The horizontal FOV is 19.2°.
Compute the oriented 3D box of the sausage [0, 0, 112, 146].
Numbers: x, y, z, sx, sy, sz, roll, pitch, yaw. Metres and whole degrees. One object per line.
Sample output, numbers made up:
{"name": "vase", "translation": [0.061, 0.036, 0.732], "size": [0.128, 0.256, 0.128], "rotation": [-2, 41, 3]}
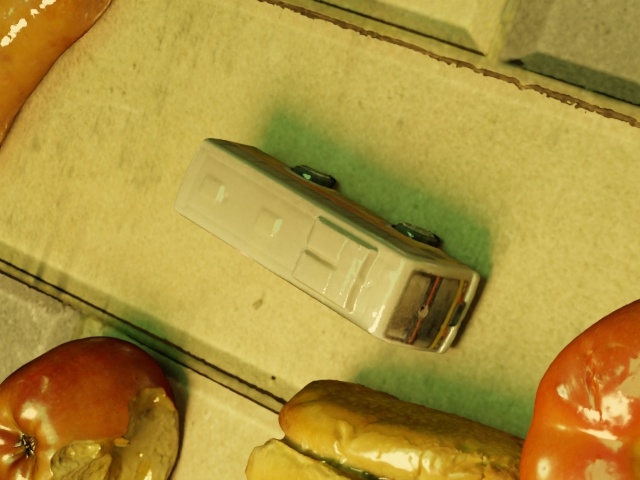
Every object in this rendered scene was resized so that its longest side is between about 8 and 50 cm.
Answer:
{"name": "sausage", "translation": [-0.294, -0.183, 1.803], "size": [0.270, 0.109, 0.109], "rotation": [-48, 59, 20]}

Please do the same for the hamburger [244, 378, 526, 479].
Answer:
{"name": "hamburger", "translation": [0.048, 0.194, 1.456], "size": [0.283, 0.156, 0.144], "rotation": [16, 92, 34]}

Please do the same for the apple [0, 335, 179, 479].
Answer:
{"name": "apple", "translation": [-0.214, 0.161, 1.648], "size": [0.156, 0.158, 0.147], "rotation": [-41, 59, 28]}

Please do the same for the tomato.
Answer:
{"name": "tomato", "translation": [0.264, 0.152, 1.292], "size": [0.259, 0.180, 0.260], "rotation": [-9, 74, 34]}

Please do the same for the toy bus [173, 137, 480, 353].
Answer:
{"name": "toy bus", "translation": [0.000, 0.000, 1.553], "size": [0.268, 0.106, 0.092], "rotation": [31, 102, 35]}
